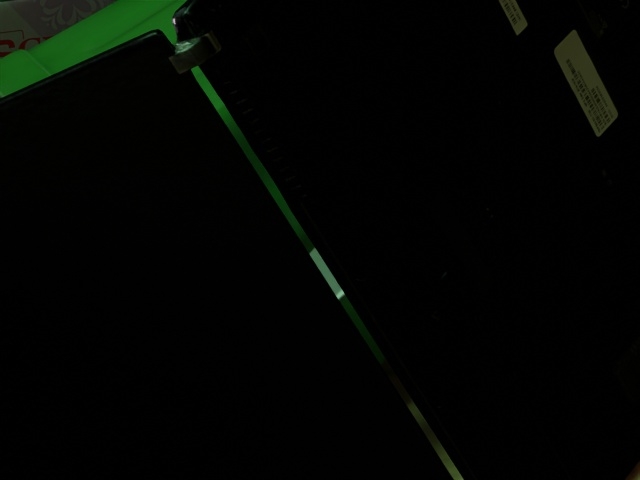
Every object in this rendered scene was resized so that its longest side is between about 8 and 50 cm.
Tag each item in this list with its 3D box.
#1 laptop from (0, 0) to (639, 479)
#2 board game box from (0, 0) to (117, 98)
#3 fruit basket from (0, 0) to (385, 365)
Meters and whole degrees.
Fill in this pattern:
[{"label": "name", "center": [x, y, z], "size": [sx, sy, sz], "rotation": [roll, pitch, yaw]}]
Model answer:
[{"label": "laptop", "center": [0.000, 0.000, 0.628], "size": [0.136, 0.234, 0.264], "rotation": [6, 46, 51]}, {"label": "board game box", "center": [-0.192, -0.155, 1.159], "size": [0.318, 0.066, 0.318], "rotation": [-9, 22, -16]}, {"label": "fruit basket", "center": [-0.114, 0.055, 0.802], "size": [0.353, 0.165, 0.327], "rotation": [-50, 27, -1]}]
